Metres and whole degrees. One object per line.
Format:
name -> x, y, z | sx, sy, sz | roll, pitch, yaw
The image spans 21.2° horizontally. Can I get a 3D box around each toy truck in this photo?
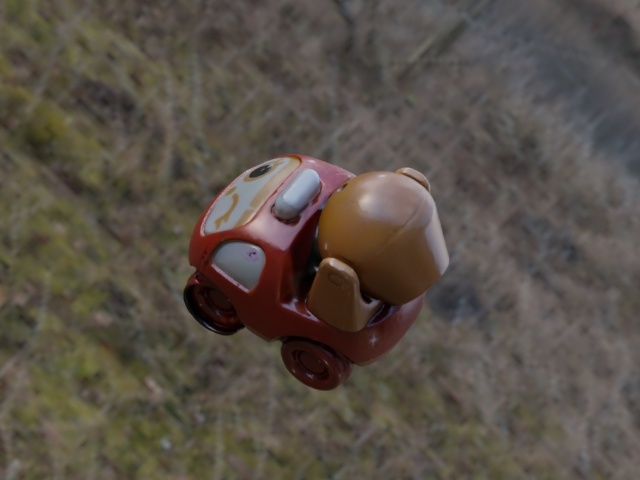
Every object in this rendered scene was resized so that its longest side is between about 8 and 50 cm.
toy truck -> 0.000, 0.000, 1.698 | 0.265, 0.189, 0.239 | 29, -36, 15
